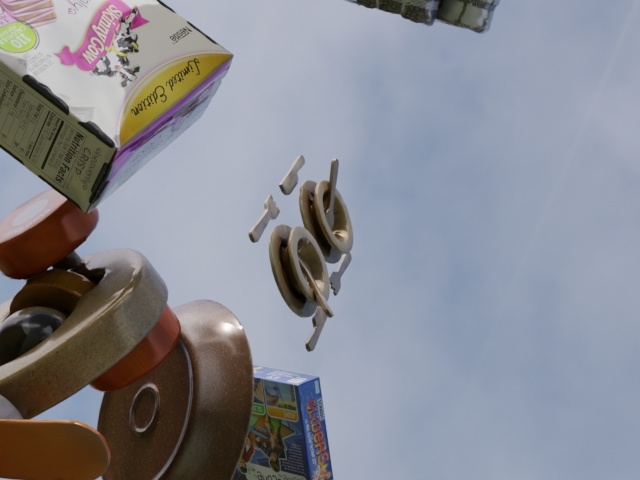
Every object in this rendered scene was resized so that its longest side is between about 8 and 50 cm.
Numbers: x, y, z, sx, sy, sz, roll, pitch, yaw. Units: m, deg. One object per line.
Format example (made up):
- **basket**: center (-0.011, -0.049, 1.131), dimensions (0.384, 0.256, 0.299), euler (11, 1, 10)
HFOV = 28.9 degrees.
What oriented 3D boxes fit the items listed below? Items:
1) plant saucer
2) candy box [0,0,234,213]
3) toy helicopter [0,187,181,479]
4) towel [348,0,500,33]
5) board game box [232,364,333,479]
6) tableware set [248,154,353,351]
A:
- **plant saucer**: center (-0.127, 0.139, 0.992), dimensions (0.036, 0.198, 0.198), euler (20, -30, -36)
- **candy box**: center (-0.200, -0.145, 0.870), dimensions (0.233, 0.159, 0.071), euler (37, -49, 2)
- **toy helicopter**: center (-0.258, 0.123, 0.843), dimensions (0.355, 0.235, 0.140), euler (-32, -67, 1)
- **towel**: center (0.031, -0.285, 0.883), dimensions (0.284, 0.121, 0.235), euler (29, -69, 51)
- **board game box**: center (-0.071, 0.208, 1.383), dimensions (0.201, 0.035, 0.136), euler (4, -74, 47)
- **tableware set**: center (0.000, 0.000, 1.160), dimensions (0.039, 0.194, 0.128), euler (-19, -70, 22)
